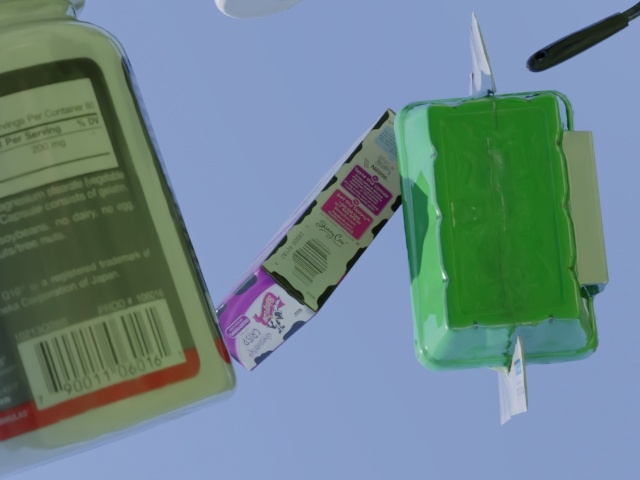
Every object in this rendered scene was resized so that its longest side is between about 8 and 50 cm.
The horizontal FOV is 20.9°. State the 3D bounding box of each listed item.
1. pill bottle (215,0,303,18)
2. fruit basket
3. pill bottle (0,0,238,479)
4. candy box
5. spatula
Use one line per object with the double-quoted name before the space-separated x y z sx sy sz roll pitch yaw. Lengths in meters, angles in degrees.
"pill bottle" -0.078 -0.346 1.791 0.118 0.118 0.208 -2 -111 -47
"fruit basket" 0.164 -0.003 1.534 0.353 0.165 0.327 43 -138 -78
"pill bottle" -0.164 -0.023 0.956 0.161 0.161 0.283 -13 -98 -48
"candy box" 0.000 0.000 1.639 0.071 0.159 0.233 40 -124 -4
"spatula" 0.362 -0.269 1.962 0.030 0.296 0.084 56 -178 -44
